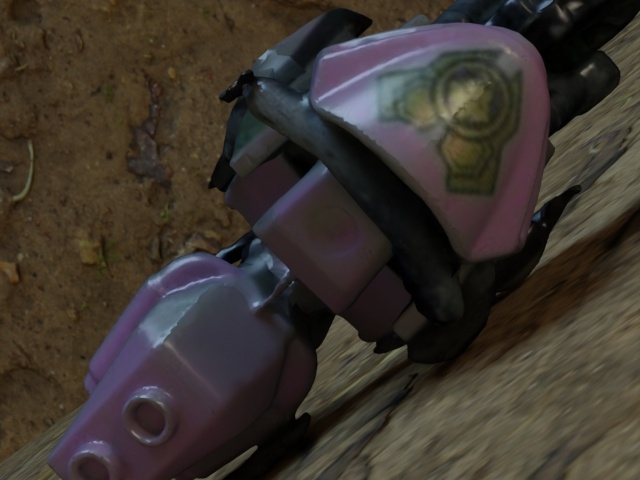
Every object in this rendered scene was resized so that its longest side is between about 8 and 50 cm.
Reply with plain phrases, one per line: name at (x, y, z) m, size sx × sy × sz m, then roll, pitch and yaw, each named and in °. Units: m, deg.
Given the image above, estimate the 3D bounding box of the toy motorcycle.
toy motorcycle at (0.000, 0.000, 0.767) m, size 0.327 × 0.143 × 0.188 m, roll -43°, pitch -1°, yaw 25°
